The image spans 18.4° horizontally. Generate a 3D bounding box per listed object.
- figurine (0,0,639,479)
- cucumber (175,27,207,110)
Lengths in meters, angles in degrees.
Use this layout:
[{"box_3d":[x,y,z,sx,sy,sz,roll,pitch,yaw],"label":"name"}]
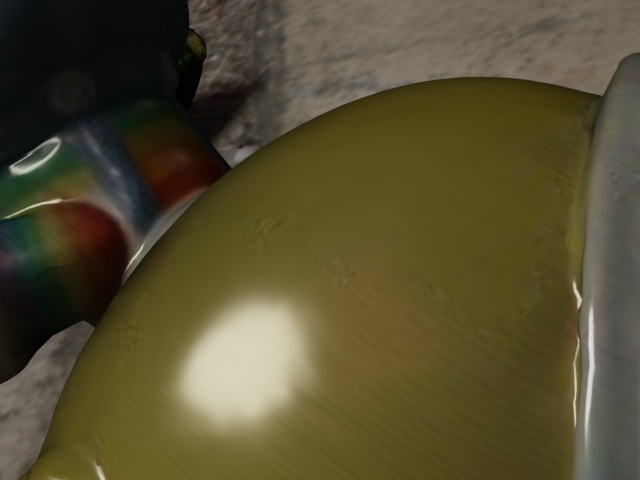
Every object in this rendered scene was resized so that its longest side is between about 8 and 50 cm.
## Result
[{"box_3d":[-0.017,0.004,0.437,0.205,0.382,0.224,-64,-9,22],"label":"figurine"},{"box_3d":[-0.158,-0.008,0.850,0.265,0.077,0.077,-39,32,-20],"label":"cucumber"}]
